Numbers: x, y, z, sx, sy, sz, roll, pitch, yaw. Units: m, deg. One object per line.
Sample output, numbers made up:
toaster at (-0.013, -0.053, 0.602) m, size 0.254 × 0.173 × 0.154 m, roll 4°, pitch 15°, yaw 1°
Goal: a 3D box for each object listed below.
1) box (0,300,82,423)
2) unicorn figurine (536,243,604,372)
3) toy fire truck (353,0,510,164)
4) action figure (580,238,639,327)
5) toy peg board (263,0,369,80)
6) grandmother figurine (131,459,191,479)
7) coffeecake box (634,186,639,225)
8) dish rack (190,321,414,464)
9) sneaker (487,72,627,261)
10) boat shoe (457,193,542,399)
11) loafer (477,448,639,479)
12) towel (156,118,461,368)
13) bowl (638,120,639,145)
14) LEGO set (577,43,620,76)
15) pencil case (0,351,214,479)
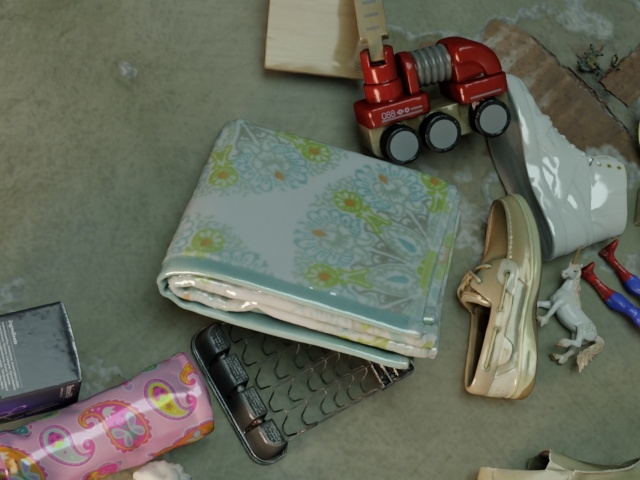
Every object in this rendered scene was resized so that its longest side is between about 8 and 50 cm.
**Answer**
box at (-0.411, 0.166, 1.499) m, size 0.207 × 0.153 × 0.108 m, roll -13°, pitch 74°, yaw -16°
unicorn figurine at (0.362, 0.104, 1.760) m, size 0.111 × 0.060 × 0.162 m, roll -30°, pitch 96°, yaw -21°
toy fire truck at (0.142, -0.262, 1.747) m, size 0.217 × 0.158 × 0.246 m, roll -17°, pitch 110°, yaw -11°
action figure at (0.516, 0.117, 1.747) m, size 0.091 × 0.139 × 0.280 m, roll -40°, pitch 86°, yaw -21°
toy peg board at (-0.006, -0.326, 1.823) m, size 0.161 × 0.079 × 0.161 m, roll 5°, pitch 85°, yaw -11°
grandmother figurine at (-0.110, 0.409, 1.518) m, size 0.342 × 0.104 × 0.208 m, roll 40°, pitch 39°, yaw 6°
coffeecake box at (0.579, -0.066, 1.795) m, size 0.142 × 0.185 × 0.068 m, roll 15°, pitch 68°, yaw -7°
dish rack at (-0.015, 0.156, 1.642) m, size 0.271 × 0.074 × 0.208 m, roll -26°, pitch 80°, yaw -22°
sneaker at (0.363, -0.125, 1.819) m, size 0.169 × 0.108 × 0.293 m, roll -14°, pitch 82°, yaw -21°
boat shoe at (0.252, 0.074, 1.715) m, size 0.098 × 0.109 × 0.302 m, roll 6°, pitch 75°, yaw -12°
loafer at (0.334, 0.329, 1.643) m, size 0.268 × 0.102 × 0.092 m, roll -9°, pitch 79°, yaw -15°
towel at (0.000, 0.000, 1.629) m, size 0.374 × 0.090 × 0.320 m, roll 17°, pitch 44°, yaw 1°
bowl at (0.593, -0.171, 1.878) m, size 0.170 × 0.170 × 0.080 m, roll 59°, pitch 26°, yaw 11°
LEGO set at (0.445, -0.286, 1.936) m, size 0.083 × 0.023 × 0.054 m, roll 18°, pitch 69°, yaw -21°
pencil case at (-0.276, 0.243, 1.517) m, size 0.284 × 0.124 × 0.124 m, roll -23°, pitch 77°, yaw -16°
